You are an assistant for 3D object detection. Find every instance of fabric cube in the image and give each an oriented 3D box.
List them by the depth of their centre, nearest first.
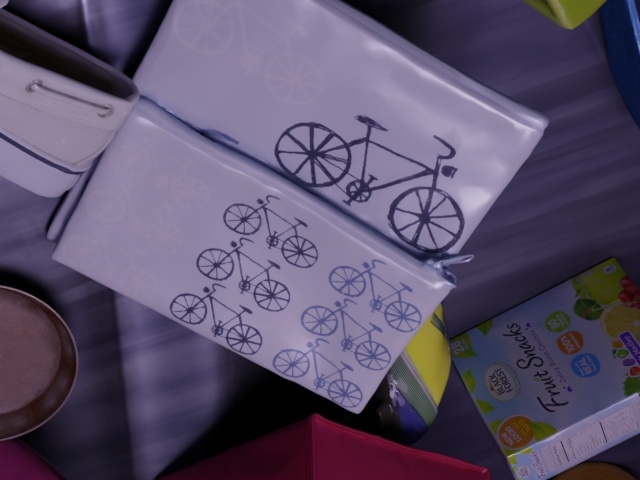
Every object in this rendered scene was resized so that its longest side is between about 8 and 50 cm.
[{"bbox_3d":[0.000,0.351,1.254,0.259,0.254,0.258,24,144,-35],"label":"fabric cube"}]

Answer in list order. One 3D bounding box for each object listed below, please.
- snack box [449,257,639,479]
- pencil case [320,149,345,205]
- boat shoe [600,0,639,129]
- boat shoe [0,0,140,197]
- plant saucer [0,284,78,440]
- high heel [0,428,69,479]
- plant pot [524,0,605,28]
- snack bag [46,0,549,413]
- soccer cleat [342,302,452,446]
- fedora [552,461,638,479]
[{"bbox_3d":[0.256,0.134,1.290,0.207,0.174,0.070,-28,131,1],"label":"snack box"},{"bbox_3d":[0.000,0.000,1.129,0.104,0.104,0.236,3,128,-24],"label":"pencil case"},{"bbox_3d":[0.307,-0.183,1.103,0.089,0.109,0.258,-27,134,-3],"label":"boat shoe"},{"bbox_3d":[-0.263,-0.167,0.870,0.156,0.136,0.367,-42,133,14],"label":"boat shoe"},{"bbox_3d":[-0.303,0.106,1.129,0.168,0.029,0.168,-5,119,-10],"label":"plant saucer"},{"bbox_3d":[-0.265,0.332,1.112,0.181,0.377,0.127,-26,159,-50],"label":"high heel"},{"bbox_3d":[0.150,-0.321,0.856,0.207,0.228,0.227,-40,131,3],"label":"plant pot"},{"bbox_3d":[-0.022,-0.042,1.031,0.323,0.037,0.342,30,119,-8],"label":"snack bag"},{"bbox_3d":[0.088,0.087,1.263,0.121,0.093,0.289,-27,135,-40],"label":"soccer cleat"},{"bbox_3d":[0.331,0.368,1.548,0.194,0.194,0.079,2,160,-23],"label":"fedora"}]
